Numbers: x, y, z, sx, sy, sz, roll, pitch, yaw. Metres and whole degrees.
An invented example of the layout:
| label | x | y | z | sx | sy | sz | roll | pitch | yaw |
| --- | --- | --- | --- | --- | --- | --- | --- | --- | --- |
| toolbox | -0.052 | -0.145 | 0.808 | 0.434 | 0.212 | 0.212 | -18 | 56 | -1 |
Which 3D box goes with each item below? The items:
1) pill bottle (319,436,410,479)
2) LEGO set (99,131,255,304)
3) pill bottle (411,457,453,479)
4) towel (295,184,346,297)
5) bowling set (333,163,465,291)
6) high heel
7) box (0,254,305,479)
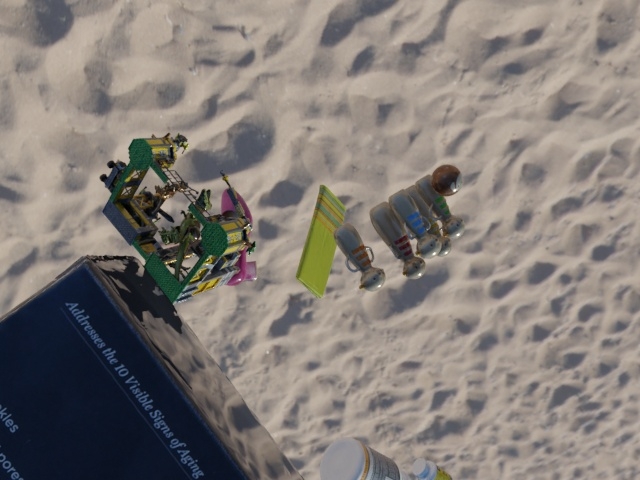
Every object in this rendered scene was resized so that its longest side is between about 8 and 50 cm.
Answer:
| label | x | y | z | sx | sy | sz | roll | pitch | yaw |
| --- | --- | --- | --- | --- | --- | --- | --- | --- | --- |
| pill bottle | 0.141 | 0.704 | 1.783 | 0.162 | 0.162 | 0.278 | -41 | 125 | 15 |
| LEGO set | -0.249 | -0.048 | 1.172 | 0.192 | 0.331 | 0.255 | -20 | 146 | -59 |
| pill bottle | 0.301 | 0.638 | 1.624 | 0.065 | 0.065 | 0.116 | -42 | 115 | 16 |
| towel | 0.000 | 0.000 | 1.314 | 0.021 | 0.237 | 0.102 | -6 | 146 | 35 |
| bowling set | 0.181 | -0.023 | 1.043 | 0.287 | 0.154 | 0.200 | -31 | 179 | -41 |
| high heel | -0.222 | -0.012 | 1.430 | 0.082 | 0.244 | 0.117 | -13 | 172 | 34 |
| box | -0.322 | 0.344 | 0.787 | 0.471 | 0.297 | 0.480 | -36 | 92 | -4 |
